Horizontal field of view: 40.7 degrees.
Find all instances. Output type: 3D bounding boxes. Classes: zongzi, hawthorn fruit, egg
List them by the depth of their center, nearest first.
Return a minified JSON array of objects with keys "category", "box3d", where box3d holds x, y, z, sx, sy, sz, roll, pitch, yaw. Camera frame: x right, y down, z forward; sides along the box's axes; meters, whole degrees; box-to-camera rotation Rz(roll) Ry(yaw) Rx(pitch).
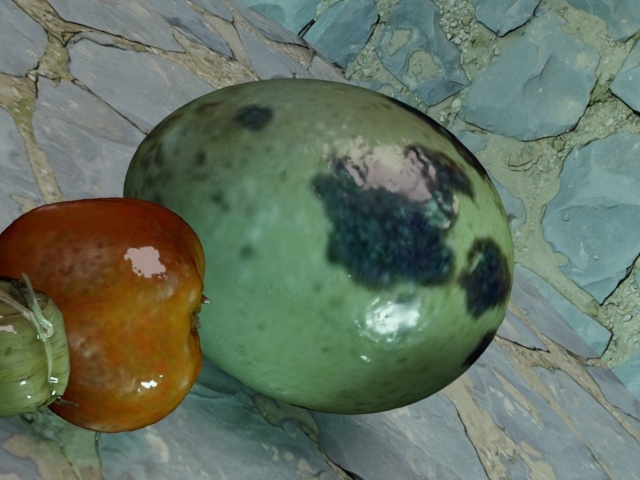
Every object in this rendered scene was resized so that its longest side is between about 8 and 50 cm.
[{"category":"zongzi","box3d":[-0.278,0.068,0.536,0.194,0.099,0.197,4,5,33]},{"category":"hawthorn fruit","box3d":[-0.204,0.054,0.709,0.225,0.197,0.196,8,25,-6]},{"category":"egg","box3d":[0.000,0.000,0.924,0.428,0.345,0.345,28,21,-13]}]
